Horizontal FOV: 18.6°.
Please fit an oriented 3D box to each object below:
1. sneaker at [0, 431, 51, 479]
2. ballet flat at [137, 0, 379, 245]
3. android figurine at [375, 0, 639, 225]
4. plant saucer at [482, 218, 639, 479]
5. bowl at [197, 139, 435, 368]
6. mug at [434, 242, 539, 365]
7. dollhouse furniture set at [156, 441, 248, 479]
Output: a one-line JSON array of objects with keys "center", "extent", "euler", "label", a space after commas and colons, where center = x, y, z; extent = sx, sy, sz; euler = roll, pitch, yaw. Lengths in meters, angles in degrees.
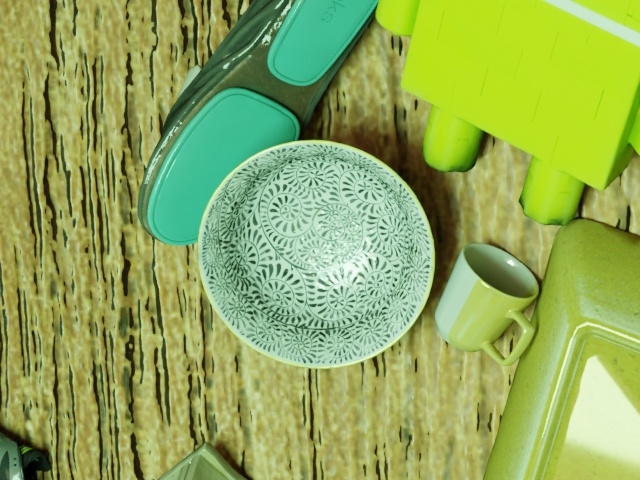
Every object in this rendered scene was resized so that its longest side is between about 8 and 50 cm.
[{"center": [-0.265, 0.181, 1.593], "extent": [0.078, 0.067, 0.188], "euler": [-35, 77, 3], "label": "sneaker"}, {"center": [-0.042, -0.121, 1.433], "extent": [0.280, 0.095, 0.096], "euler": [-51, 31, 11], "label": "ballet flat"}, {"center": [0.149, -0.145, 1.302], "extent": [0.248, 0.056, 0.273], "euler": [28, 130, 21], "label": "android figurine"}, {"center": [0.256, 0.191, 1.319], "extent": [0.333, 0.081, 0.333], "euler": [20, 103, 23], "label": "plant saucer"}, {"center": [0.000, 0.000, 1.414], "extent": [0.170, 0.080, 0.170], "euler": [2, 108, 5], "label": "bowl"}, {"center": [0.113, 0.049, 1.382], "extent": [0.062, 0.078, 0.064], "euler": [23, 118, -14], "label": "mug"}, {"center": [-0.076, 0.281, 1.489], "extent": [0.129, 0.129, 0.183], "euler": [-39, 107, 25], "label": "dollhouse furniture set"}]
